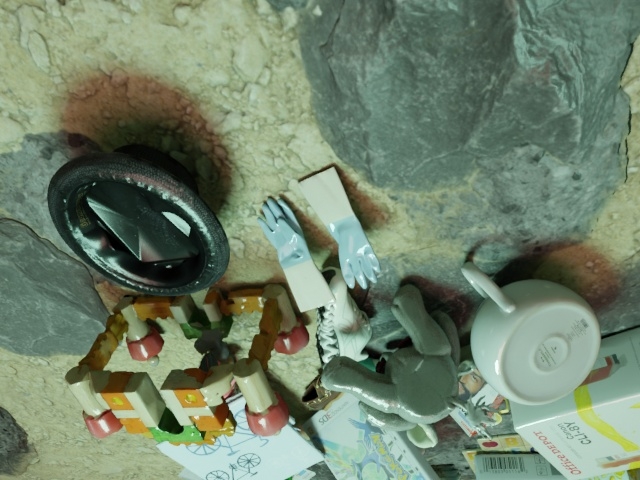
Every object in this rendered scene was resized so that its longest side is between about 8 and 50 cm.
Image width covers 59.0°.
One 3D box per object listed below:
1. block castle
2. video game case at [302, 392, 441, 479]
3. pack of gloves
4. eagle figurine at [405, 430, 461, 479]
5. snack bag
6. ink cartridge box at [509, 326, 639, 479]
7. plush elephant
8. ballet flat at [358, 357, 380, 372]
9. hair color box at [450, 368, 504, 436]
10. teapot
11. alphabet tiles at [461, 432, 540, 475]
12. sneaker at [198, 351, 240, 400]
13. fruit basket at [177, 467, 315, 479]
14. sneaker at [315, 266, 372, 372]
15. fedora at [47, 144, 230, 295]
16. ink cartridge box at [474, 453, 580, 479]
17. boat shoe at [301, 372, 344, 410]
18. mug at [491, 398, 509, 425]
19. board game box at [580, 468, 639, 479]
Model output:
[{"bbox_3d":[-0.269,0.272,1.213,0.453,0.303,0.213,-6,125,15],"label":"block castle"},{"bbox_3d":[0.120,0.545,1.436,0.329,0.036,0.300,52,132,16],"label":"video game case"},{"bbox_3d":[0.000,0.000,1.058,0.195,0.046,0.232,-21,99,29],"label":"pack of gloves"},{"bbox_3d":[0.218,0.603,1.509,0.226,0.225,0.298,19,146,3],"label":"eagle figurine"},{"bbox_3d":[-0.194,0.543,1.478,0.323,0.037,0.342,-33,119,15],"label":"snack bag"},{"bbox_3d":[0.642,0.354,1.214,0.384,0.160,0.279,-28,122,31],"label":"ink cartridge box"},{"bbox_3d":[0.209,0.291,1.195,0.330,0.272,0.255,36,169,14],"label":"plush elephant"},{"bbox_3d":[0.163,0.335,1.353,0.087,0.083,0.247,-38,120,8],"label":"ballet flat"},{"bbox_3d":[0.358,0.359,1.297,0.053,0.093,0.167,-11,133,-35],"label":"hair color box"},{"bbox_3d":[0.385,0.172,1.089,0.252,0.187,0.256,0,108,-15],"label":"teapot"},{"bbox_3d":[0.569,0.632,1.589,0.285,0.011,0.342,-15,128,23],"label":"alphabet tiles"},{"bbox_3d":[-0.257,0.382,1.465,0.136,0.116,0.314,11,136,-28],"label":"sneaker"},{"bbox_3d":[-0.230,0.700,1.713,0.327,0.165,0.353,25,139,-13],"label":"fruit basket"},{"bbox_3d":[0.049,0.165,1.202,0.118,0.110,0.292,-8,132,-6],"label":"sneaker"},{"bbox_3d":[-0.303,-0.052,1.016,0.334,0.152,0.334,5,136,4],"label":"fedora"},{"bbox_3d":[0.607,0.732,1.610,0.308,0.091,0.385,-6,133,12],"label":"ink cartridge box"},{"bbox_3d":[0.014,0.362,1.397,0.073,0.073,0.207,20,133,-11],"label":"boat shoe"},{"bbox_3d":[0.411,0.405,1.370,0.078,0.064,0.062,3,132,7],"label":"mug"},{"bbox_3d":[0.716,0.578,1.329,0.142,0.275,0.144,24,132,-12],"label":"board game box"}]
